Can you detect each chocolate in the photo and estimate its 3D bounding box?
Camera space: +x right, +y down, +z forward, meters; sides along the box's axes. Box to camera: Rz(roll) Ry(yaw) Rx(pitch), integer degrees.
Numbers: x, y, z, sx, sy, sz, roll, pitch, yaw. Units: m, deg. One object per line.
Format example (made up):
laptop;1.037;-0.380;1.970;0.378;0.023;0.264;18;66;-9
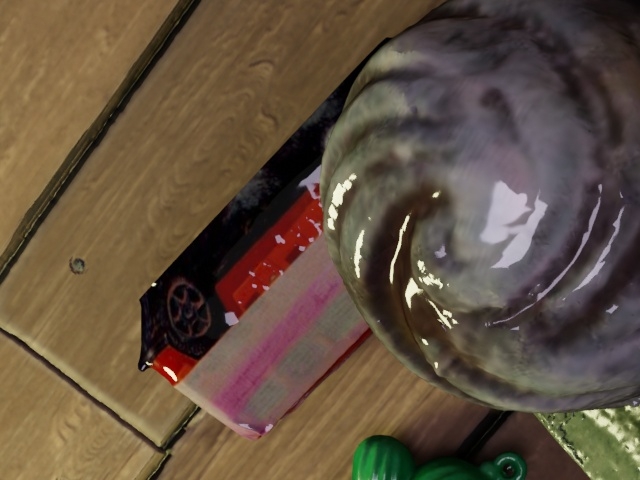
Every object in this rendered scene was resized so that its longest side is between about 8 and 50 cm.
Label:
chocolate;0.125;-0.015;1.128;0.303;0.213;0.303;3;99;22

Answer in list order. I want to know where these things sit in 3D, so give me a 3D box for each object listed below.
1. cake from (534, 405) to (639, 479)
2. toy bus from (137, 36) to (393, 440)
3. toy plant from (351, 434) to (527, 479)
cake;0.268;0.143;1.319;0.284;0.172;0.158;33;107;3
toy bus;0.000;0.000;1.358;0.147;0.127;0.303;43;108;-7
toy plant;0.067;0.219;1.422;0.200;0.105;0.143;-45;74;1
